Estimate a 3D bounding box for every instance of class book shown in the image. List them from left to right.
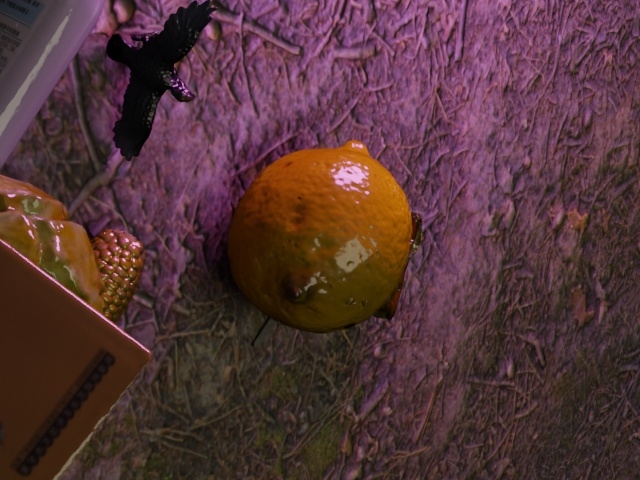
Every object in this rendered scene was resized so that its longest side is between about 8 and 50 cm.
[{"bbox_3d":[-0.371,0.083,0.910,0.389,0.032,0.269,37,67,-5],"label":"book"}]

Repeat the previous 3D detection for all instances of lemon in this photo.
[{"bbox_3d":[0.005,-0.006,1.398,0.253,0.228,0.228,-53,136,-25],"label":"lemon"}]

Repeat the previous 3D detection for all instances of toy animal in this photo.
[{"bbox_3d":[-0.185,-0.188,1.213,0.062,0.108,0.220,-9,144,-51],"label":"toy animal"}]

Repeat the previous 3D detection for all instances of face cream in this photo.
[{"bbox_3d":[-0.292,-0.222,1.037,0.336,0.163,0.080,-62,163,-16],"label":"face cream"}]

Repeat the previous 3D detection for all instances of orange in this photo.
[{"bbox_3d":[0.082,0.029,1.581,0.170,0.112,0.160,-52,162,-26],"label":"orange"}]

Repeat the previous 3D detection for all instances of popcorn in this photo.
[{"bbox_3d":[-0.309,0.040,1.063,0.184,0.204,0.221,-32,102,-29],"label":"popcorn"}]

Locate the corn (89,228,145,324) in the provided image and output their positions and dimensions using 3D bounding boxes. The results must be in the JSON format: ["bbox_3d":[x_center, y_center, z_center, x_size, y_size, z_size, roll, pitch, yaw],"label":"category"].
[{"bbox_3d":[-0.283,0.117,1.199,0.291,0.101,0.101,-60,138,-15],"label":"corn"}]

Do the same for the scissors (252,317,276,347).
[{"bbox_3d":[-0.040,0.075,1.535,0.189,0.015,0.100,-53,135,-20],"label":"scissors"}]
